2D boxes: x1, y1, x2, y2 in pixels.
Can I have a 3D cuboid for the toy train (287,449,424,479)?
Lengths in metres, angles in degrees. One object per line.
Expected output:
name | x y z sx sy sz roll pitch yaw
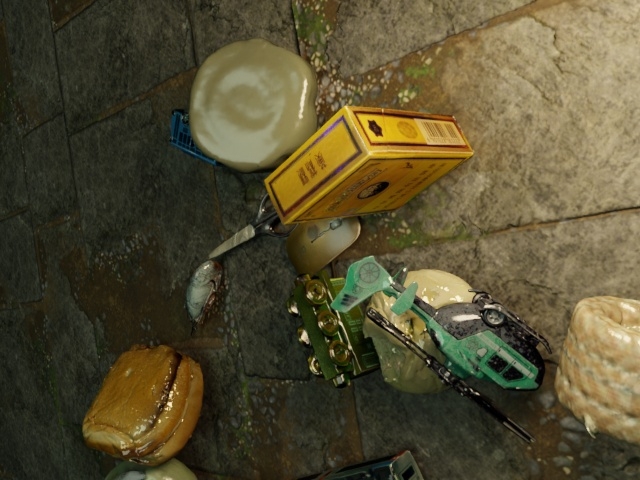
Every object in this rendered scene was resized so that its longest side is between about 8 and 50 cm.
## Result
toy train | 0.028 0.504 1.227 0.409 0.089 0.086 -32 81 40

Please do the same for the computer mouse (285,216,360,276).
computer mouse | -0.001 0.000 1.229 0.199 0.045 0.102 -39 71 37

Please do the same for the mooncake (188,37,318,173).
mooncake | -0.128 -0.263 1.222 0.274 0.135 0.275 1 95 17

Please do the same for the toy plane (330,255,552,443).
toy plane | 0.202 0.140 0.924 0.381 0.106 0.155 36 97 -9

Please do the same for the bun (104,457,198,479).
bun | -0.422 0.669 1.590 0.283 0.179 0.283 2 98 11

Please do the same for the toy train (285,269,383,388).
toy train | 0.028 0.161 1.161 0.090 0.137 0.226 -40 65 45

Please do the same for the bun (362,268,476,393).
bun | 0.163 0.157 1.052 0.210 0.116 0.237 37 115 32

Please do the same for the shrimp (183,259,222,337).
shrimp | -0.292 0.145 1.485 0.090 0.079 0.233 40 124 36

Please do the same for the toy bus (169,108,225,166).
toy bus | -0.260 -0.236 1.403 0.184 0.090 0.106 27 114 36

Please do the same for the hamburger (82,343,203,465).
hamburger | -0.433 0.401 1.530 0.304 0.174 0.284 1 63 37

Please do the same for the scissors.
scissors | -0.155 -0.018 1.360 0.300 0.022 0.109 -30 74 33

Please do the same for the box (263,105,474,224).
box | 0.083 -0.115 0.969 0.193 0.301 0.084 -38 72 37

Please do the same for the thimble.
thimble | 0.424 0.169 0.777 0.229 0.196 0.148 11 107 10
